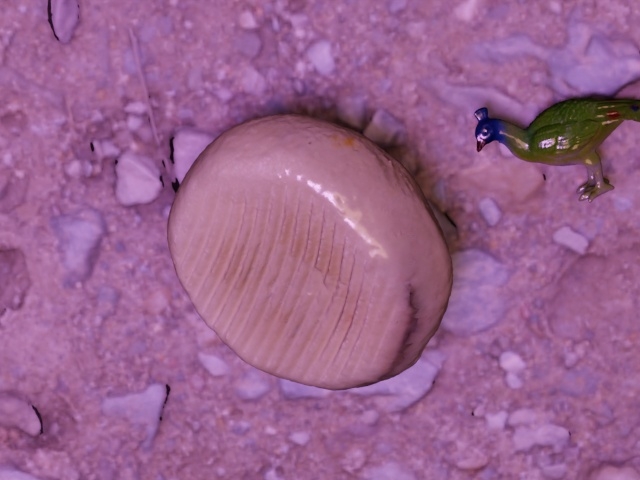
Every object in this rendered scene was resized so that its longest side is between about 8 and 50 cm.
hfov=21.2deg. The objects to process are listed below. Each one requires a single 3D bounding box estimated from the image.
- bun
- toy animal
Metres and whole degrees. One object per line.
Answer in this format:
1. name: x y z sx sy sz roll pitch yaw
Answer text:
1. bun: 0.000 0.000 1.235 0.222 0.127 0.222 12 131 14
2. toy animal: 0.220 -0.070 1.256 0.216 0.041 0.075 -5 106 -4
